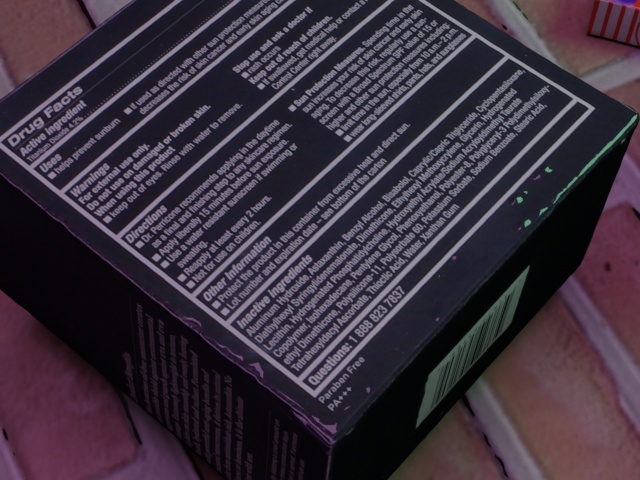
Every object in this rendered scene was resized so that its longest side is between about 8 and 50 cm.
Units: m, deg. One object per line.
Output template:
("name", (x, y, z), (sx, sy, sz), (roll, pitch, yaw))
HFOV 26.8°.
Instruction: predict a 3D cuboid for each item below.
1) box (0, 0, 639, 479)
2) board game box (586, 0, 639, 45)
("box", (-0.013, -0.022, 0.855), (0.294, 0.183, 0.296), (37, 62, 19))
("board game box", (0.320, -0.237, 1.134), (0.146, 0.045, 0.194), (16, 57, 10))
